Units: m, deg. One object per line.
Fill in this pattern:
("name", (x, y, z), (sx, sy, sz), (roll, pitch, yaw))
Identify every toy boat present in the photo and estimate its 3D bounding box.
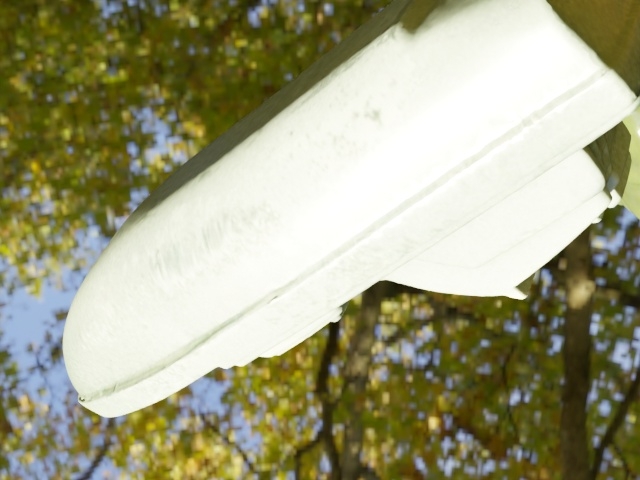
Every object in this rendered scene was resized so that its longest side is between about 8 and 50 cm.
("toy boat", (0.000, 0.000, 0.446), (0.085, 0.260, 0.078), (43, -138, -15))

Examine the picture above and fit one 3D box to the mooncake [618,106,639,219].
("mooncake", (0.304, -0.170, 1.396), (0.187, 0.351, 0.351), (-26, -133, 6))
